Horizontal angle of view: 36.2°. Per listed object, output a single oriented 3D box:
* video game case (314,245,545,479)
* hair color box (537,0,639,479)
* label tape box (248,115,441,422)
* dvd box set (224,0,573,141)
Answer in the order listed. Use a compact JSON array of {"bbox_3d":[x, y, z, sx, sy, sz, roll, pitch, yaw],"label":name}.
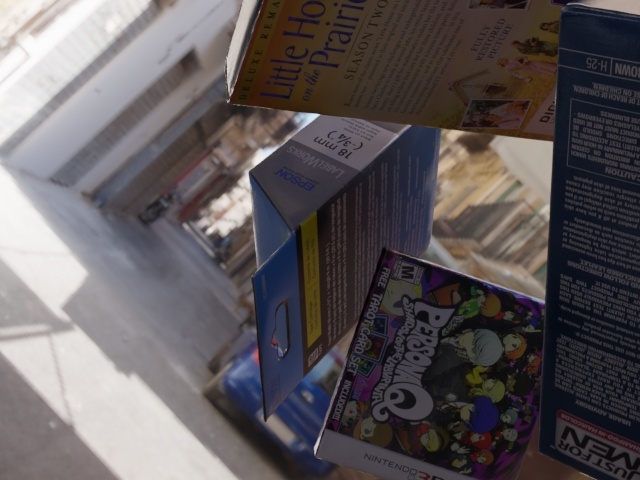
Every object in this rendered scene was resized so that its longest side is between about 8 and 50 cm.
[{"bbox_3d":[0.128,0.148,1.022,0.210,0.232,0.042,19,2,-3],"label":"video game case"},{"bbox_3d":[0.243,-0.009,0.680,0.105,0.174,0.347,21,-51,37],"label":"hair color box"},{"bbox_3d":[0.000,0.000,1.092,0.106,0.333,0.241,28,-39,26],"label":"label tape box"},{"bbox_3d":[0.151,-0.216,0.867,0.308,0.420,0.062,116,-28,-51],"label":"dvd box set"}]
